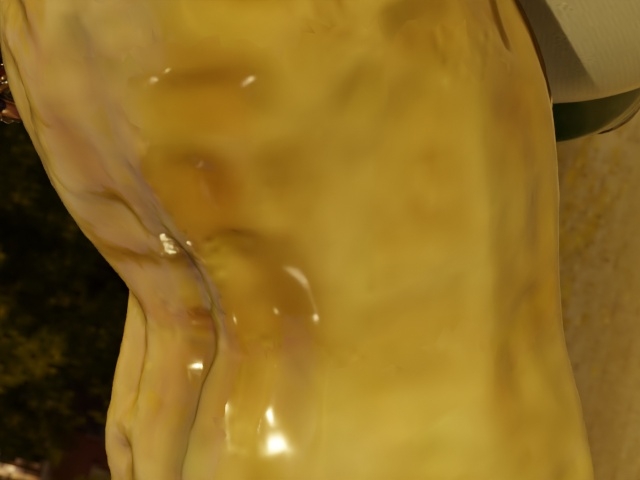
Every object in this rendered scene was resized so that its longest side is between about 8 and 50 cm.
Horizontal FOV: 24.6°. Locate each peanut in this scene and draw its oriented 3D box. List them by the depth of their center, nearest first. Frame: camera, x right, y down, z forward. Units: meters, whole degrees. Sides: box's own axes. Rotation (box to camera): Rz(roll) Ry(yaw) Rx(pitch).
[{"bbox_3d":[0.002,0.014,0.400,0.147,0.147,0.305,-72,-23,-61],"label":"peanut"}]

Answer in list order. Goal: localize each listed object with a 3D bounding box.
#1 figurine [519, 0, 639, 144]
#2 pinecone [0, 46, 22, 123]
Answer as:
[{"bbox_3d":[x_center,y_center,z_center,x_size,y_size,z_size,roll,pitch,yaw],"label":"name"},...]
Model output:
[{"bbox_3d":[0.089,-0.120,0.583,0.370,0.281,0.167,52,-132,-77],"label":"figurine"},{"bbox_3d":[-0.315,-0.135,1.209,0.165,0.163,0.163,46,138,37],"label":"pinecone"}]
